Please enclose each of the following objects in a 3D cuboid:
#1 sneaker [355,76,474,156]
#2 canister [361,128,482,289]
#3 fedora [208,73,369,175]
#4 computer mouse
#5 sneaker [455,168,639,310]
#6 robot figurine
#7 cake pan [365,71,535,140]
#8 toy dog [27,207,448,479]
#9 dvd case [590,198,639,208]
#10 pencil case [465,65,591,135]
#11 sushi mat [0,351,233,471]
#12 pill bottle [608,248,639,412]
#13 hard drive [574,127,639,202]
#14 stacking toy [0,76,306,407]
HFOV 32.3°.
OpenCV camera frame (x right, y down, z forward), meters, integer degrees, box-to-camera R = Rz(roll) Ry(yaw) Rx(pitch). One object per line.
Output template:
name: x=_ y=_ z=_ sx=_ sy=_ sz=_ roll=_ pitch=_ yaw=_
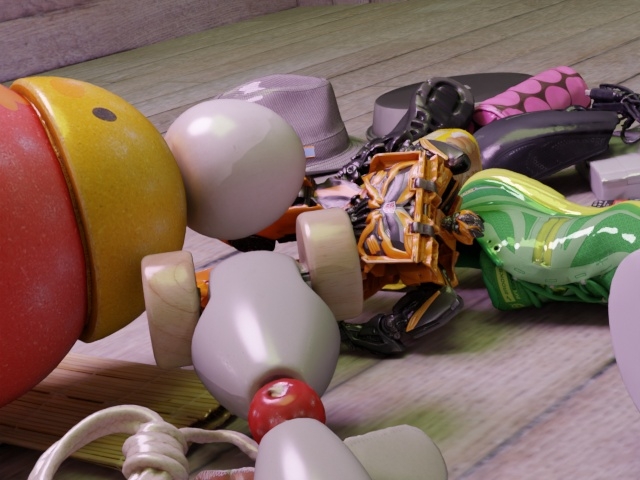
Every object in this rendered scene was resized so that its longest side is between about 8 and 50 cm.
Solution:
sneaker: x=0.108 y=-0.091 z=1.353 sx=0.101 sy=0.106 sz=0.267 roll=34 pitch=50 yaw=9
canister: x=0.100 y=-0.038 z=1.114 sx=0.073 sy=0.126 sz=0.170 roll=2 pitch=19 yaw=33
fedora: x=-0.064 y=-0.172 z=1.619 sx=0.276 sy=0.124 sz=0.243 roll=-3 pitch=19 yaw=18
computer mouse: x=0.263 y=-0.127 z=1.301 sx=0.272 sy=0.072 sz=0.188 roll=-25 pitch=16 yaw=-4
sneaker: x=0.207 y=0.024 z=0.947 sx=0.123 sy=0.109 sz=0.295 roll=-42 pitch=31 yaw=-19
robot figurine: x=0.000 y=0.000 z=0.975 sx=0.291 sy=0.211 sz=0.085 roll=-9 pitch=-28 yaw=28
cake pan: x=0.211 y=-0.207 z=1.708 sx=0.293 sy=0.054 sz=0.293 roll=-9 pitch=17 yaw=3
toy dog: x=-0.029 y=0.120 z=0.719 sx=0.220 sy=0.161 sz=0.333 roll=-2 pitch=33 yaw=12
dvd case: x=0.334 y=-0.025 z=1.140 sx=0.120 sy=0.013 sz=0.087 roll=-2 pitch=19 yaw=24
pencil case: x=0.276 y=-0.160 z=1.474 sx=0.209 sy=0.098 sz=0.095 roll=-25 pitch=68 yaw=-41
sushi mat: x=-0.211 y=0.131 z=0.912 sx=0.317 sy=0.019 sz=0.151 roll=3 pitch=22 yaw=35
pill bottle: x=0.352 y=0.030 z=0.686 sx=0.319 sy=0.176 sz=0.176 roll=-13 pitch=18 yaw=-14
hard drive: x=0.461 y=-0.103 z=1.280 sx=0.308 sy=0.040 sz=0.203 roll=-8 pitch=18 yaw=5
stacking toy: x=-0.230 y=-0.020 z=0.850 sx=0.480 sy=0.350 sz=0.351 roll=-18 pitch=20 yaw=-28
